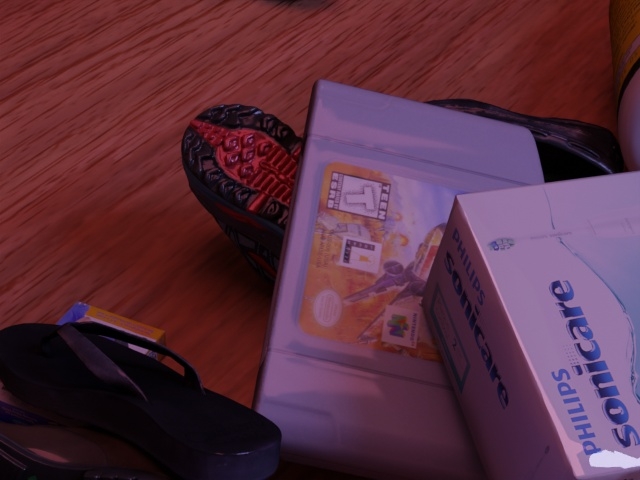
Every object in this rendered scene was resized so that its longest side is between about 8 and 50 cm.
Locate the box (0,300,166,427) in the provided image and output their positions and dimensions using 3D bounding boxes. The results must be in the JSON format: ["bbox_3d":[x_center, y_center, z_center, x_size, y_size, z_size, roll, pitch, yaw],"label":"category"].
[{"bbox_3d":[-0.183,0.104,1.047,0.081,0.028,0.136,17,39,19],"label":"box"}]

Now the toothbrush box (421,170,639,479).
[{"bbox_3d":[0.242,0.069,0.915,0.295,0.126,0.216,-8,53,-17],"label":"toothbrush box"}]

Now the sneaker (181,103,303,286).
[{"bbox_3d":[0.000,0.000,1.123,0.262,0.125,0.104,44,72,10],"label":"sneaker"}]

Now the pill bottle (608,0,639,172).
[{"bbox_3d":[0.364,-0.186,1.304,0.188,0.188,0.334,5,38,5],"label":"pill bottle"}]

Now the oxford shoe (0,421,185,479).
[{"bbox_3d":[-0.179,0.161,0.949,0.227,0.083,0.096,12,18,15],"label":"oxford shoe"}]

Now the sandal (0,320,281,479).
[{"bbox_3d":[-0.123,0.094,0.955,0.254,0.054,0.097,18,20,37],"label":"sandal"}]

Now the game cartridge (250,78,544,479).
[{"bbox_3d":[0.067,0.029,1.020,0.198,0.062,0.297,10,62,-2],"label":"game cartridge"}]

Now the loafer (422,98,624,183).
[{"bbox_3d":[0.159,-0.077,1.250,0.223,0.076,0.078,6,30,0],"label":"loafer"}]
